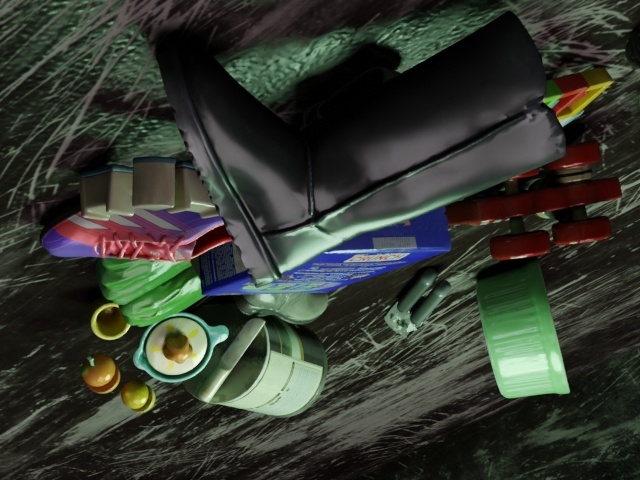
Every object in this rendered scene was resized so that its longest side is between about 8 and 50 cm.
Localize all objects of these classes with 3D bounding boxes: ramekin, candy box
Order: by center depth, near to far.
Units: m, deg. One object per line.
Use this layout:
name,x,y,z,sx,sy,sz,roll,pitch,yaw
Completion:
candy box,0.000,0.000,1.766,0.268,0.122,0.317,1,167,-41
ramekin,0.446,0.204,2.477,0.148,0.303,0.303,-13,160,10

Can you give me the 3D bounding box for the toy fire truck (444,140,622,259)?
toy fire truck,0.351,-0.069,1.946,0.302,0.169,0.254,-11,-176,-22

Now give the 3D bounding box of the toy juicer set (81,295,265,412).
toy juicer set,-0.266,0.221,1.989,0.329,0.089,0.209,11,104,-25

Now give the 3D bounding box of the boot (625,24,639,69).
boot,0.574,-0.303,1.652,0.190,0.076,0.209,-31,162,36

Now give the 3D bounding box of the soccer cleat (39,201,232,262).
soccer cleat,-0.244,-0.014,1.623,0.318,0.116,0.108,-14,159,-11

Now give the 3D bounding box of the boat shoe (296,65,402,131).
boat shoe,0.017,-0.166,1.531,0.228,0.079,0.081,-34,147,22

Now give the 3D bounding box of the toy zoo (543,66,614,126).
toy zoo,0.325,-0.184,1.687,0.293,0.030,0.192,-20,163,-50

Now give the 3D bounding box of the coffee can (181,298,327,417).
coffee can,-0.132,0.238,2.214,0.202,0.201,0.275,-25,158,17

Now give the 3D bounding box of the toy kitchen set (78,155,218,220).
toy kitchen set,-0.200,-0.087,1.540,0.166,0.122,0.207,-8,168,44

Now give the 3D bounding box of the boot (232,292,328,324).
boot,-0.032,0.081,2.087,0.161,0.083,0.247,-39,152,31

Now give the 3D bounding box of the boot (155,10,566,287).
boot,0.061,-0.166,1.388,0.445,0.146,0.367,-22,133,1

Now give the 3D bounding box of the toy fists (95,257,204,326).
toy fists,-0.280,0.056,1.800,0.142,0.096,0.279,-32,160,-7

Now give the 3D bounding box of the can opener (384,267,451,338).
can opener,0.219,0.131,2.446,0.095,0.076,0.283,-44,172,-31
